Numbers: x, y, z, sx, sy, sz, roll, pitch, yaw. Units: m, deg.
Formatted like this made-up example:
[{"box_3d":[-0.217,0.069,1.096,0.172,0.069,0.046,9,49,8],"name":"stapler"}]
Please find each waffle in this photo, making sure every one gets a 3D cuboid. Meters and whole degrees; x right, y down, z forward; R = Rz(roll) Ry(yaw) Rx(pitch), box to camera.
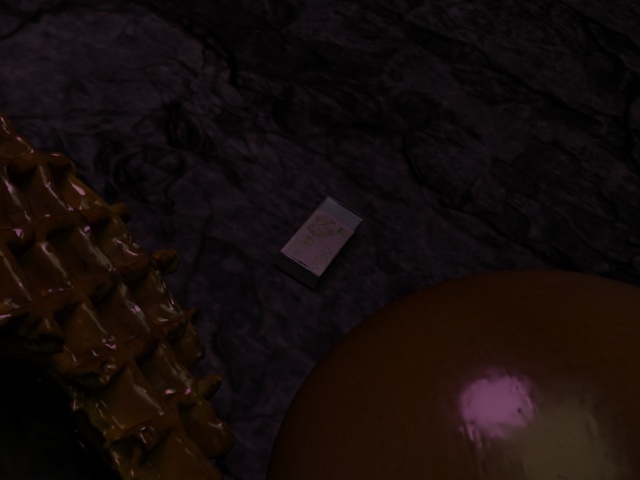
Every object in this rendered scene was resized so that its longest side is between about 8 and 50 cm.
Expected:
[{"box_3d":[-0.170,0.027,0.559,0.293,0.069,0.259,37,25,-46],"name":"waffle"}]

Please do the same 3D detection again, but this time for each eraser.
[{"box_3d":[0.000,0.000,0.787,0.038,0.019,0.083,32,43,8],"name":"eraser"}]

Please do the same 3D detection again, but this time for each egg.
[{"box_3d":[0.122,0.139,0.543,0.323,0.250,0.250,-4,50,-33],"name":"egg"}]
